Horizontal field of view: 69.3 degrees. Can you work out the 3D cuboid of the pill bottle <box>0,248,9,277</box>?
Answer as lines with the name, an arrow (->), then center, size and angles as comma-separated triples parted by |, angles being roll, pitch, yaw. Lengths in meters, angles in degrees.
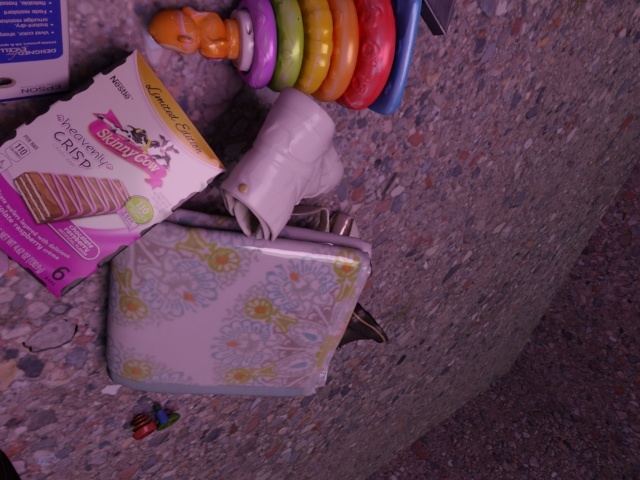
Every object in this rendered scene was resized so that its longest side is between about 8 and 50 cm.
pill bottle -> -0.457, 0.103, 0.417 | 0.323, 0.181, 0.181 | -46, 144, -2

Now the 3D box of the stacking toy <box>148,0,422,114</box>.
stacking toy -> -0.046, -0.239, 0.553 | 0.302, 0.175, 0.165 | -9, 128, -25

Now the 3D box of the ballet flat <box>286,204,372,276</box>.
ballet flat -> 0.000, 0.000, 0.860 | 0.342, 0.116, 0.124 | 12, 98, -45

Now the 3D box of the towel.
towel -> -0.130, 0.110, 0.726 | 0.374, 0.090, 0.320 | 8, 121, -18

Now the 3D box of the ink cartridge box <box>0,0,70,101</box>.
ink cartridge box -> -0.267, -0.202, 0.300 | 0.176, 0.069, 0.371 | -20, 173, -30

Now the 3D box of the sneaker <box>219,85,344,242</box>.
sneaker -> -0.055, -0.078, 0.642 | 0.169, 0.108, 0.292 | -55, 170, -2

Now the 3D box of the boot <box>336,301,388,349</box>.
boot -> 0.084, 0.245, 1.200 | 0.137, 0.077, 0.198 | -42, 131, 1

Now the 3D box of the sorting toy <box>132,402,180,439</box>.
sorting toy -> -0.325, 0.351, 0.912 | 0.061, 0.042, 0.102 | -46, 159, 25

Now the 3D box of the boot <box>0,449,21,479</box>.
boot -> -0.590, 0.469, 0.680 | 0.284, 0.138, 0.377 | -19, 141, -32

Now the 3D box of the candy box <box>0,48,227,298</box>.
candy box -> -0.245, -0.073, 0.507 | 0.233, 0.071, 0.159 | -40, 118, -10

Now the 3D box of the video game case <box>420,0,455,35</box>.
video game case -> 0.123, -0.421, 0.570 | 0.274, 0.026, 0.196 | 23, 82, -51
